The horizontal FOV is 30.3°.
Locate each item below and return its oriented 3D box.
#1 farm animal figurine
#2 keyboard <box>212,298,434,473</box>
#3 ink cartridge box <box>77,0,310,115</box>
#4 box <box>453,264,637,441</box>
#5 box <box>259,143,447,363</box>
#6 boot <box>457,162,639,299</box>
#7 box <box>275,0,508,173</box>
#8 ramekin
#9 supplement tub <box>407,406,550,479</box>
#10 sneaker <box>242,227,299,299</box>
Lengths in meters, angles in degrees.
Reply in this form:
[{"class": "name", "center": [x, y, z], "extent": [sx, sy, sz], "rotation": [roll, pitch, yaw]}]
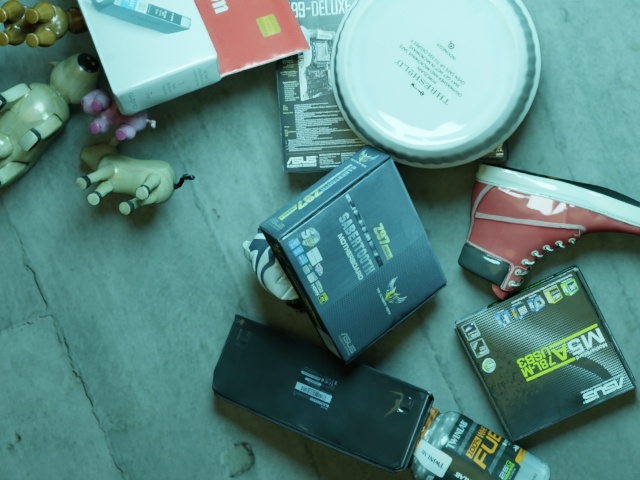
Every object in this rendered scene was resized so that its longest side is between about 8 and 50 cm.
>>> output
[{"class": "farm animal figurine", "center": [-0.364, -0.167, 1.636], "extent": [0.326, 0.172, 0.330], "rotation": [-23, 101, 23]}, {"class": "keyboard", "center": [0.009, 0.174, 1.634], "extent": [0.317, 0.033, 0.202], "rotation": [20, 87, 23]}, {"class": "ink cartridge box", "center": [-0.186, -0.336, 1.533], "extent": [0.261, 0.066, 0.296], "rotation": [-21, 69, -8]}, {"class": "box", "center": [0.307, 0.155, 1.618], "extent": [0.190, 0.045, 0.184], "rotation": [-26, 90, 12]}, {"class": "box", "center": [0.048, 0.020, 1.533], "extent": [0.183, 0.059, 0.233], "rotation": [-37, 126, -15]}, {"class": "boot", "center": [0.313, 0.005, 1.581], "extent": [0.244, 0.088, 0.176], "rotation": [13, 99, 16]}, {"class": "box", "center": [0.094, -0.219, 1.590], "extent": [0.307, 0.076, 0.243], "rotation": [-3, 96, 9]}, {"class": "ramekin", "center": [0.141, -0.222, 1.478], "extent": [0.272, 0.127, 0.273], "rotation": [1, 96, 8]}, {"class": "supplement tub", "center": [0.207, 0.311, 1.612], "extent": [0.190, 0.117, 0.117], "rotation": [29, 101, 10]}, {"class": "sneaker", "center": [0.000, 0.000, 1.629], "extent": [0.235, 0.153, 0.094], "rotation": [-23, 122, -22]}]
